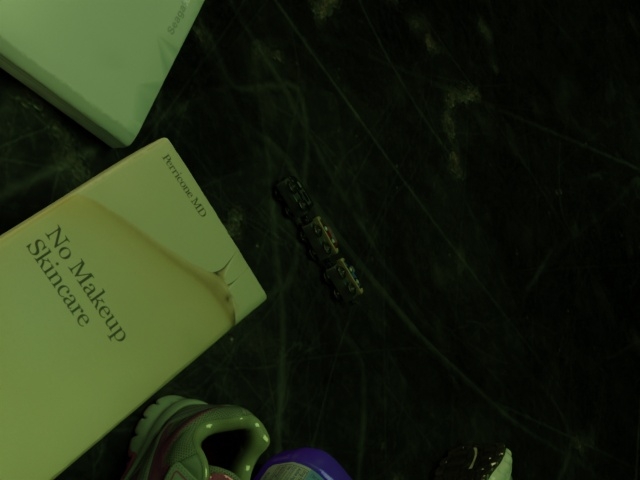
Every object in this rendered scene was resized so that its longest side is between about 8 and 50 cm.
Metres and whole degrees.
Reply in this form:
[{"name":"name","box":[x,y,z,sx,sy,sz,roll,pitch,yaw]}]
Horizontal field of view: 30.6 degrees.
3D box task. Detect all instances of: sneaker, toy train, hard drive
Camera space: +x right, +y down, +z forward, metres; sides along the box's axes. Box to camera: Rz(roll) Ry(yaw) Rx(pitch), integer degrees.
[{"name":"sneaker","box":[0.149,0.322,1.243,0.271,0.100,0.108,-38,111,-51]},{"name":"toy train","box":[0.000,0.000,1.253,0.158,0.027,0.036,60,28,-13]},{"name":"sneaker","box":[-0.118,0.221,0.937,0.103,0.111,0.252,47,44,-28]},{"name":"hard drive","box":[-0.242,-0.247,1.001,0.307,0.040,0.203,37,67,-36]}]

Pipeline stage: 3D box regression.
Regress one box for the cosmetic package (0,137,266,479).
[{"name":"cosmetic package","box":[-0.201,0.069,0.856,0.309,0.113,0.160,-41,103,-41]}]

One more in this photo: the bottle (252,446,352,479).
[{"name":"bottle","box":[-0.057,0.303,0.995,0.118,0.092,0.283,60,38,-16]}]
